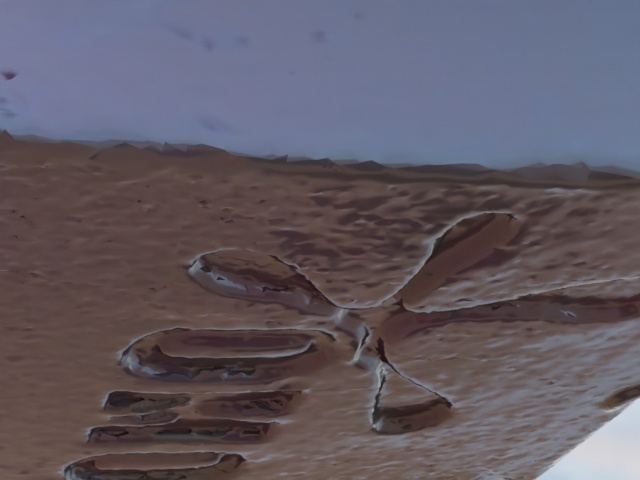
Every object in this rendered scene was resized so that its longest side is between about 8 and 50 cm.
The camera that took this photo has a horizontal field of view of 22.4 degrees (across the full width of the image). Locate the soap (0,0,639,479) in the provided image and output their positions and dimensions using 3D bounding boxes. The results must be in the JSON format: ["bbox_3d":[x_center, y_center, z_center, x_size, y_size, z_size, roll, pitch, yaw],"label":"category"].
[{"bbox_3d":[0.000,0.000,0.553,0.285,0.107,0.296,0,-26,-18],"label":"soap"}]
